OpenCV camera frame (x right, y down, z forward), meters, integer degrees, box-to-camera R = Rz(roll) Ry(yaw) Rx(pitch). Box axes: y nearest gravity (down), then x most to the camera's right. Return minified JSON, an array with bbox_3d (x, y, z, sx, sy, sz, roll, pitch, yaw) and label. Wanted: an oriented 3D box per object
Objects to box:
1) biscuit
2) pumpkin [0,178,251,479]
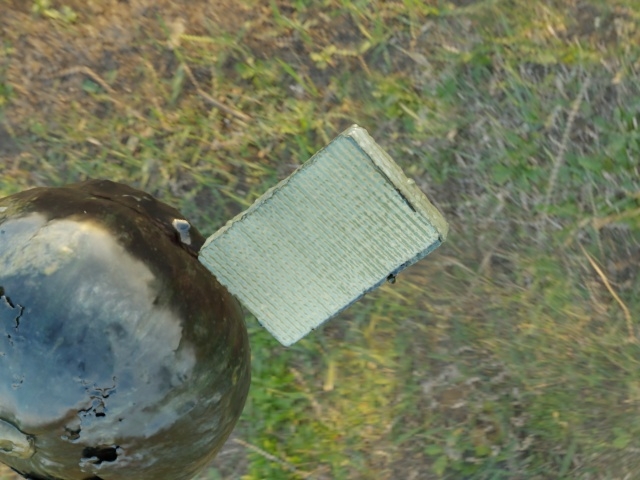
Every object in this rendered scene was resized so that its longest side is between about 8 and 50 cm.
[{"bbox_3d":[0.000,0.000,1.009,0.121,0.040,0.199,47,127,-9],"label":"biscuit"},{"bbox_3d":[-0.310,0.136,1.593,0.454,0.344,0.454,16,130,20],"label":"pumpkin"}]
